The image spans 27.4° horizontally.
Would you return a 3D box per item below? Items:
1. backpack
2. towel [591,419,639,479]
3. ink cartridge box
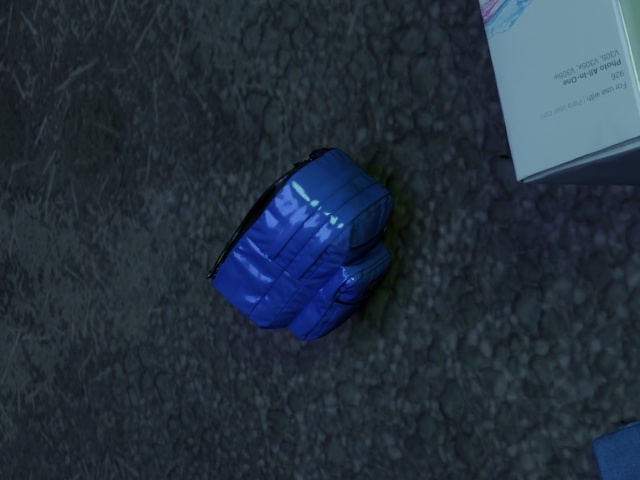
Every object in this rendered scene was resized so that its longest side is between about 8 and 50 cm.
[{"bbox_3d":[0.000,0.000,0.922,0.101,0.098,0.120,37,122,7],"label":"backpack"},{"bbox_3d":[0.214,0.128,0.741,0.119,0.029,0.067,-23,75,44],"label":"towel"},{"bbox_3d":[0.161,-0.139,0.695,0.093,0.154,0.212,-22,75,45],"label":"ink cartridge box"}]
